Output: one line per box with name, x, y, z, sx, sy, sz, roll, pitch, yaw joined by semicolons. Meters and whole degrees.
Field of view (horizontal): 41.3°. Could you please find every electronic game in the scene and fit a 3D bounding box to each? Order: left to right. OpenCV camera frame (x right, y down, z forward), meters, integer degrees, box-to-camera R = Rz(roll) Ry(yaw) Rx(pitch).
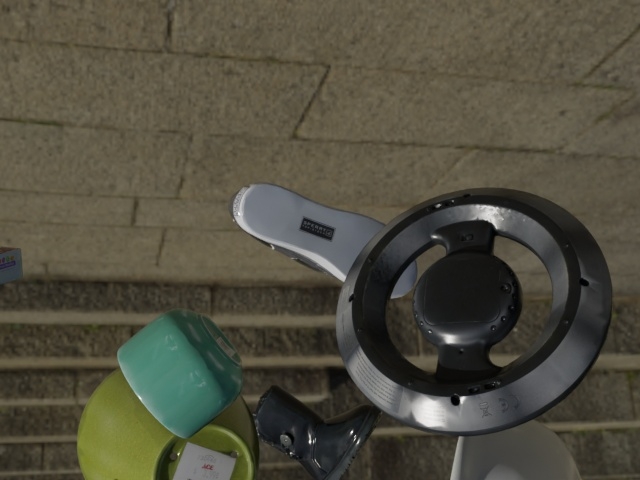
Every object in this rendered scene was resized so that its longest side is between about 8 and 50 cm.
electronic game;0.121;0.051;0.701;0.229;0.229;0.048;-8;143;20

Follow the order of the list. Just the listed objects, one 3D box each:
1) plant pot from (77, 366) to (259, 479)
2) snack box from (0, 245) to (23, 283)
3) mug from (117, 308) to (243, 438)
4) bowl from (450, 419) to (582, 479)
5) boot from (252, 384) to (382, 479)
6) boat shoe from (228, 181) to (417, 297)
plant pot;-0.196;0.309;1.223;0.275;0.275;0.293;4;176;-20
snack box;-0.401;0.032;0.897;0.100;0.037;0.141;5;-168;21
mug;-0.154;0.133;0.962;0.097;0.158;0.129;-39;136;1
bowl;0.197;0.302;0.811;0.134;0.298;0.298;5;167;18
boot;-0.018;0.334;1.553;0.207;0.094;0.246;35;132;9
boat shoe;0.000;0.000;0.935;0.228;0.080;0.076;21;175;-23
